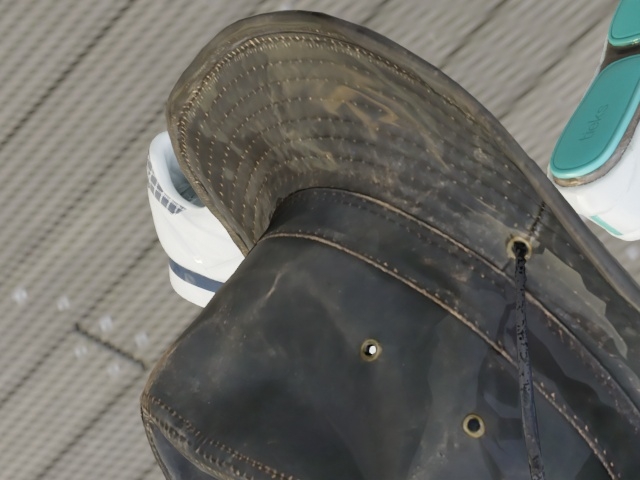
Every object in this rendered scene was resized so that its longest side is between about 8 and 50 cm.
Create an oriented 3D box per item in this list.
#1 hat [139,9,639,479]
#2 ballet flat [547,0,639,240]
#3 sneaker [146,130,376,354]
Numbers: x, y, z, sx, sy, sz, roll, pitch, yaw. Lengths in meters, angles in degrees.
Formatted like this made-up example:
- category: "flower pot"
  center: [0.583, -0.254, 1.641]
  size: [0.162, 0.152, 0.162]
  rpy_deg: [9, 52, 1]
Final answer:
- category: "hat"
  center: [0.022, 0.083, 0.675]
  size: [0.134, 0.331, 0.331]
  rpy_deg: [-41, 135, -22]
- category: "ballet flat"
  center: [0.345, -0.163, 1.732]
  size: [0.400, 0.139, 0.139]
  rpy_deg: [-60, 138, -28]
- category: "sneaker"
  center: [0.000, 0.000, 0.958]
  size: [0.090, 0.235, 0.095]
  rpy_deg: [-48, 137, -42]
